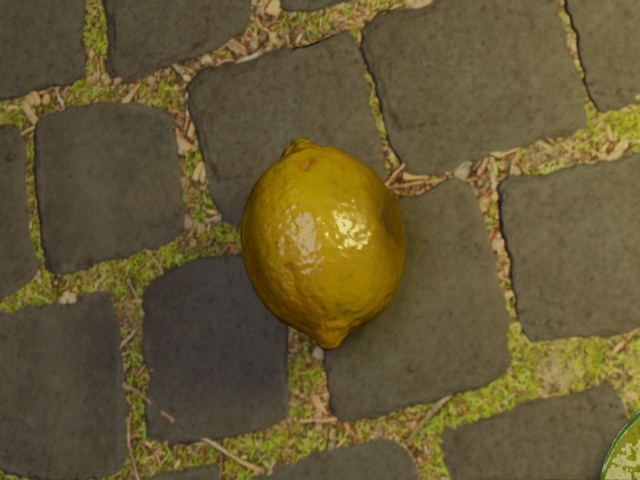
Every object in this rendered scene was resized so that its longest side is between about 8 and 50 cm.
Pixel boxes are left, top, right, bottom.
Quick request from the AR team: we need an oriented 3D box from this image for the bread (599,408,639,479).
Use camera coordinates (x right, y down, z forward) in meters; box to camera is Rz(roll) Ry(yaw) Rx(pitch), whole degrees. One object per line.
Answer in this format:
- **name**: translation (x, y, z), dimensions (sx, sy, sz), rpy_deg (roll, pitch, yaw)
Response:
- **bread**: translation (0.402, 0.266, 1.864), dimensions (0.228, 0.033, 0.228), rpy_deg (-6, 74, 22)

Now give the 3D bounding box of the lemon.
- **lemon**: translation (0.000, 0.000, 2.039), dimensions (0.188, 0.188, 0.257), rpy_deg (-14, 75, 22)
